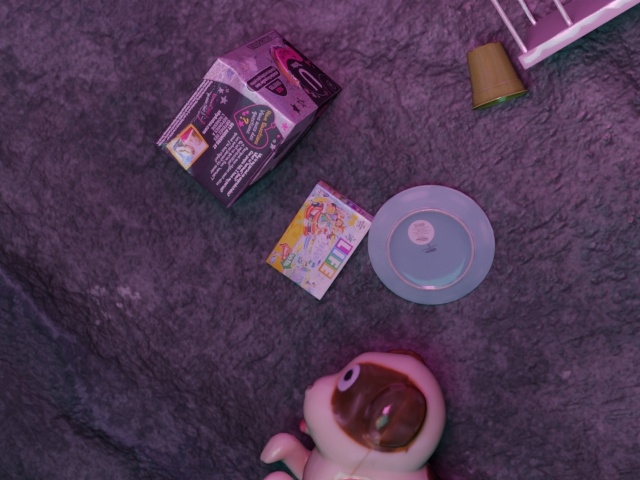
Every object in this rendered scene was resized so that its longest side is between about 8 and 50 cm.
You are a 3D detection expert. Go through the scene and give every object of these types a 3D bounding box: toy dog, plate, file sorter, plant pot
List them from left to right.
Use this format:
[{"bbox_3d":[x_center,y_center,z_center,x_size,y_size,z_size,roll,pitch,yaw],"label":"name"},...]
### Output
[{"bbox_3d":[0.089,0.367,1.833,0.395,0.284,0.408,-1,105,16],"label":"toy dog"},{"bbox_3d":[0.162,0.011,1.819,0.188,0.024,0.188,3,110,7],"label":"plate"},{"bbox_3d":[0.237,-0.230,1.711,0.083,0.083,0.079,-19,89,21],"label":"plant pot"},{"bbox_3d":[0.340,-0.377,1.558,0.278,0.193,0.173,-30,101,23],"label":"file sorter"}]

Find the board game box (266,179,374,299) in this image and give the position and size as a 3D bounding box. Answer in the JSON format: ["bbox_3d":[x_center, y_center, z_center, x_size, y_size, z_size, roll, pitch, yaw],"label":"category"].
[{"bbox_3d":[0.000,0.000,1.875,0.103,0.026,0.154,35,113,3],"label":"board game box"}]

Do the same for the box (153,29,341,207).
[{"bbox_3d":[-0.093,-0.176,1.726,0.142,0.247,0.163,41,114,-1],"label":"box"}]
